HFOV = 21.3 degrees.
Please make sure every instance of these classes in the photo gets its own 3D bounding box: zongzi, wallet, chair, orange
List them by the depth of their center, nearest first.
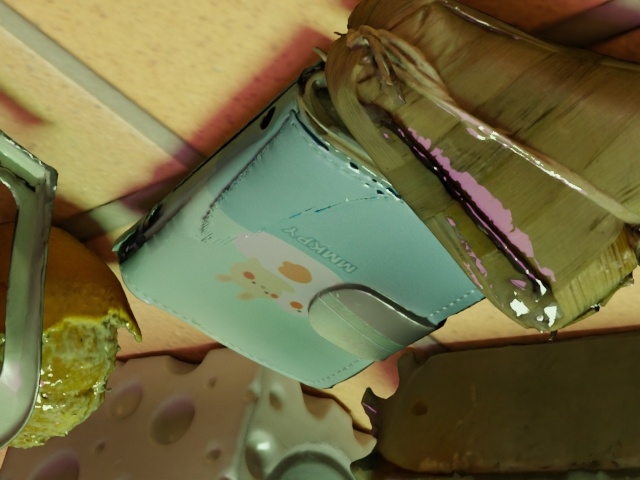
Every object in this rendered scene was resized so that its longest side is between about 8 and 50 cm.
[{"bbox_3d":[0.121,-0.077,0.850,0.197,0.099,0.194,-41,103,9],"label":"zongzi"},{"bbox_3d":[-0.290,-0.006,1.010,0.203,0.191,0.274,-13,145,38],"label":"chair"},{"bbox_3d":[0.000,0.000,1.014,0.176,0.075,0.250,30,146,-18],"label":"wallet"},{"bbox_3d":[-0.194,0.061,1.128,0.156,0.157,0.134,-20,176,43],"label":"orange"}]

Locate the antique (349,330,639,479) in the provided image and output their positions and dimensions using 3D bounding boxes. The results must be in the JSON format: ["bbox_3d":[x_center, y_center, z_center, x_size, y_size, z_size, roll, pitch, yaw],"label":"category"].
[{"bbox_3d":[0.163,0.143,1.121,0.284,0.125,0.150,-2,141,25],"label":"antique"}]

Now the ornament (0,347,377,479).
[{"bbox_3d":[-0.094,0.247,1.282,0.239,0.239,0.240,-9,141,34],"label":"ornament"}]
